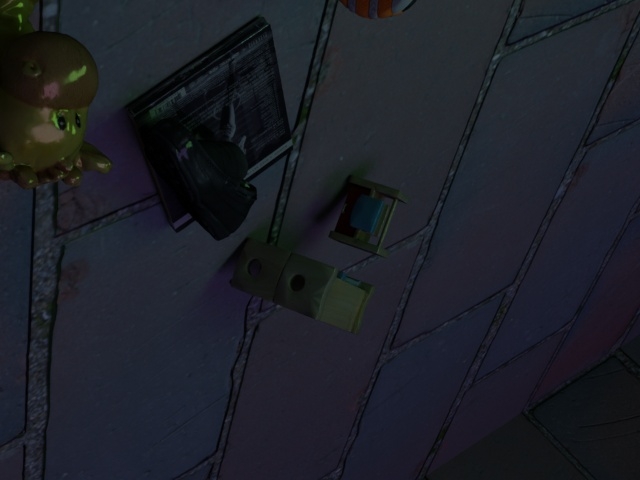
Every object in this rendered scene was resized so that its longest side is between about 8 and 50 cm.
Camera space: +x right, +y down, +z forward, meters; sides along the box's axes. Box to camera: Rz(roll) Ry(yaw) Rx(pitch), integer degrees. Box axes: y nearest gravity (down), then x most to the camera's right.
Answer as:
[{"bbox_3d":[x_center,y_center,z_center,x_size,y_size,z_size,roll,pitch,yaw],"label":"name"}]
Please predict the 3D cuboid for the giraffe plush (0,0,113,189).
[{"bbox_3d":[-0.233,-0.120,0.913,0.181,0.170,0.210,-26,149,-34],"label":"giraffe plush"}]

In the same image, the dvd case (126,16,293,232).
[{"bbox_3d":[-0.106,-0.113,1.286,0.164,0.018,0.221,-37,153,-15],"label":"dvd case"}]

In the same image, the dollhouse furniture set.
[{"bbox_3d":[0.000,0.000,1.527,0.129,0.129,0.183,27,83,-63],"label":"dollhouse furniture set"}]

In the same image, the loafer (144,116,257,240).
[{"bbox_3d":[-0.113,-0.071,1.239,0.078,0.076,0.223,-46,159,-7],"label":"loafer"}]

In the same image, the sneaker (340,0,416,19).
[{"bbox_3d":[0.092,-0.363,1.108,0.180,0.124,0.321,-40,151,-60],"label":"sneaker"}]
